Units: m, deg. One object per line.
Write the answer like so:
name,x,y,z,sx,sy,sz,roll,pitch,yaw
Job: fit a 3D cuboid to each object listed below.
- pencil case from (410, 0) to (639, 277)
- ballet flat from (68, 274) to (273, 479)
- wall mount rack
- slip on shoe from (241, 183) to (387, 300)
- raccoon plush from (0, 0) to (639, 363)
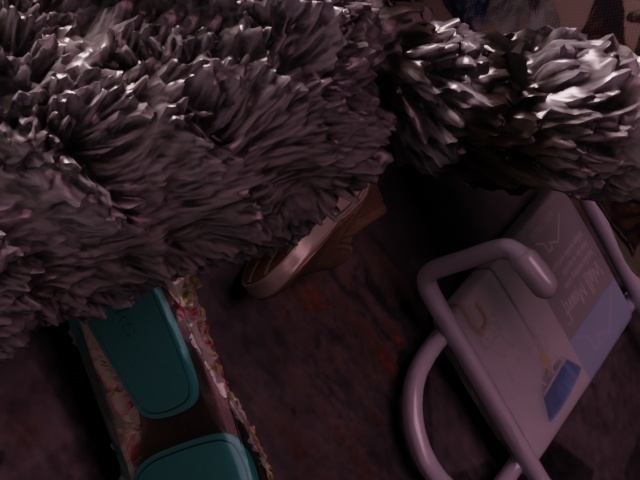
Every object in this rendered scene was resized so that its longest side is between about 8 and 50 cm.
pencil case,0.133,-0.154,1.190,0.410,0.183,0.160,48,15,7
ballet flat,-0.068,0.095,1.037,0.077,0.091,0.241,-18,94,-74
wall mount rack,0.209,0.081,1.305,0.304,0.130,0.350,58,43,-15
slip on shoe,0.000,0.000,1.170,0.041,0.051,0.135,55,35,-14
raccoon plush,-0.060,-0.013,0.867,0.216,0.446,0.299,75,27,-52
